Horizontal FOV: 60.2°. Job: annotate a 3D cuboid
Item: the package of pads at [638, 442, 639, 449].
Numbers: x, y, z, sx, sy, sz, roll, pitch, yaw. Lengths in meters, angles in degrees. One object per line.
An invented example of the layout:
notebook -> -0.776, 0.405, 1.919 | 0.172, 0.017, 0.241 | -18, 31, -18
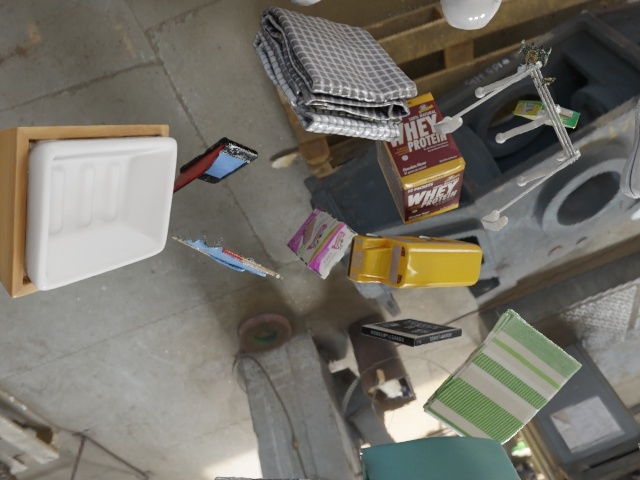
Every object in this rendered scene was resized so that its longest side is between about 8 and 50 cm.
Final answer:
package of pads -> 0.748, 0.517, 1.104 | 0.101, 0.229, 0.296 | -22, 162, 14

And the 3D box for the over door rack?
over door rack -> 0.381, -0.202, 1.146 | 0.324, 0.108, 0.239 | -36, 103, -26

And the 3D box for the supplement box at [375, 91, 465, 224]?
supplement box -> 0.209, -0.171, 1.195 | 0.129, 0.191, 0.194 | -19, 155, 1

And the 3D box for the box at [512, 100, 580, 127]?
box -> 0.581, -0.330, 1.439 | 0.105, 0.179, 0.043 | 16, 102, -8

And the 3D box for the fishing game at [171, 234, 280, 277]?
fishing game -> -0.193, 0.028, 1.160 | 0.189, 0.264, 0.041 | 29, 78, -32

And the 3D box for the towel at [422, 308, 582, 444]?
towel -> 0.437, 0.353, 1.344 | 0.248, 0.038, 0.324 | 37, 99, -13

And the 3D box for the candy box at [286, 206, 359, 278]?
candy box -> 0.000, 0.000, 1.617 | 0.071, 0.233, 0.159 | 38, 90, -24

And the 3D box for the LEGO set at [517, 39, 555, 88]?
LEGO set -> 0.342, -0.284, 0.877 | 0.054, 0.023, 0.083 | 0, 125, 36

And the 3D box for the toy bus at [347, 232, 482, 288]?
toy bus -> 0.224, 0.050, 1.304 | 0.333, 0.130, 0.108 | 2, 101, -38

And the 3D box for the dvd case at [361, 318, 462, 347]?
dvd case -> 0.257, 0.255, 1.548 | 0.239, 0.179, 0.029 | 0, 94, -47

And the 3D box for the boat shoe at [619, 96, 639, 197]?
boat shoe -> 0.606, -0.183, 0.977 | 0.083, 0.076, 0.226 | 10, 94, -19

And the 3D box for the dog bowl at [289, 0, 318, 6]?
dog bowl -> -0.008, -0.515, 0.863 | 0.104, 0.264, 0.265 | 23, 122, -35

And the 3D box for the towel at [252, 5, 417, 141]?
towel -> 0.025, -0.320, 1.040 | 0.235, 0.283, 0.121 | 0, 137, -35

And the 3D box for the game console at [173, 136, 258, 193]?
game console -> -0.202, -0.121, 1.026 | 0.144, 0.085, 0.124 | -23, 152, 38

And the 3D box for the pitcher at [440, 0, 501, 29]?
pitcher -> 0.319, -0.519, 1.078 | 0.126, 0.177, 0.207 | -21, 138, -19

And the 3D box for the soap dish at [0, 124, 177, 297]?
soap dish -> -0.351, -0.065, 0.832 | 0.118, 0.291, 0.228 | 17, 108, 19

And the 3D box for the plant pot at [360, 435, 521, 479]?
plant pot -> 0.203, 0.425, 0.904 | 0.235, 0.165, 0.165 | -13, 127, -6

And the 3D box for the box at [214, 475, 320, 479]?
box -> 0.036, 0.255, 0.342 | 0.164, 0.142, 0.247 | -6, 136, 19
